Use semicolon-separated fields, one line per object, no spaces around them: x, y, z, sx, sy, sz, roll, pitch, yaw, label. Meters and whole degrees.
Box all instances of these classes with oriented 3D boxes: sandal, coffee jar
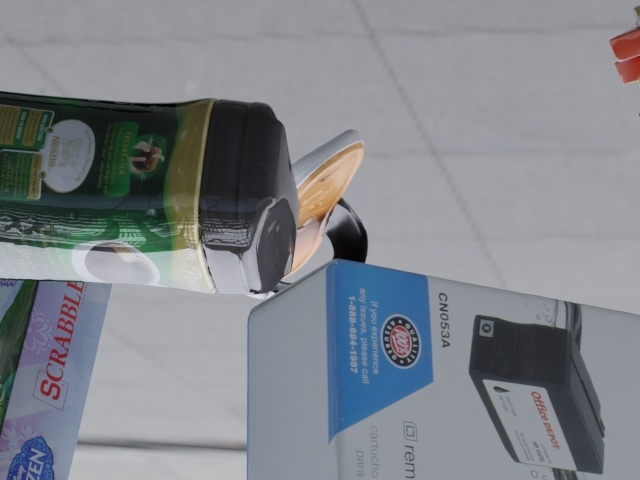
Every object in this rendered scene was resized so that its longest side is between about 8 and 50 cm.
-0.009;0.005;1.370;0.102;0.076;0.265;-32;169;-19;sandal
-0.102;-0.023;0.827;0.184;0.079;0.096;4;155;6;coffee jar

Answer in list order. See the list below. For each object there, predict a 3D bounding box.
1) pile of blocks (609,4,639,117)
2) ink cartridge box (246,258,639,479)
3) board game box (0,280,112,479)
0.298;-0.176;1.570;0.113;0.149;0.362;-23;154;2;pile of blocks
0.114;0.155;1.210;0.307;0.223;0.129;11;155;-27;ink cartridge box
-0.289;0.150;1.439;0.066;0.318;0.319;30;138;-27;board game box
